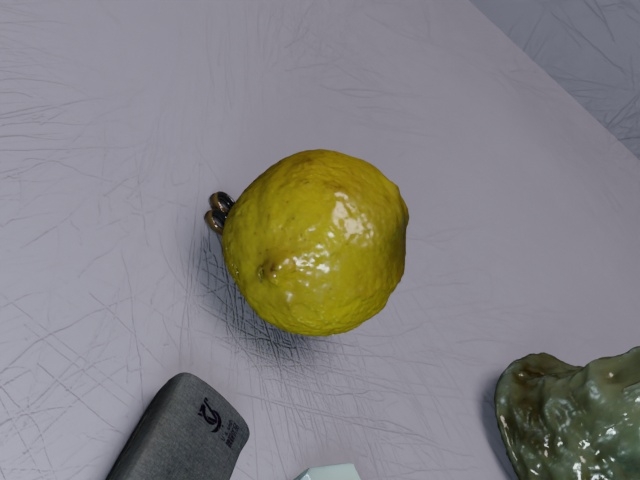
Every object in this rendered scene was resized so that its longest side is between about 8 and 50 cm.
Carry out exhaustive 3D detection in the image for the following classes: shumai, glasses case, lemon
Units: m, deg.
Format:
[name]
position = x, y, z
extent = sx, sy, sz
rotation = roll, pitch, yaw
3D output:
[shumai]
position = 0.503, 0.311, 2.365
extent = 0.324, 0.323, 0.397
rotation = 2, 56, -50
[glasses case]
position = -0.182, 0.289, 1.717
extent = 0.131, 0.074, 0.323
rotation = 45, 30, -12
[lemon]
position = 0.000, 0.000, 2.096
extent = 0.268, 0.268, 0.322
rotation = 51, 38, 1

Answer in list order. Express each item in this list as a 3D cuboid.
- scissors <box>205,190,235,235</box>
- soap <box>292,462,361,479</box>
[scissors]
position = -0.087, 0.009, 2.214
extent = 0.220, 0.017, 0.088
rotation = 39, 31, -20
[soap]
position = 0.032, 0.396, 1.894
extent = 0.119, 0.066, 0.198
rotation = 6, 52, -53
